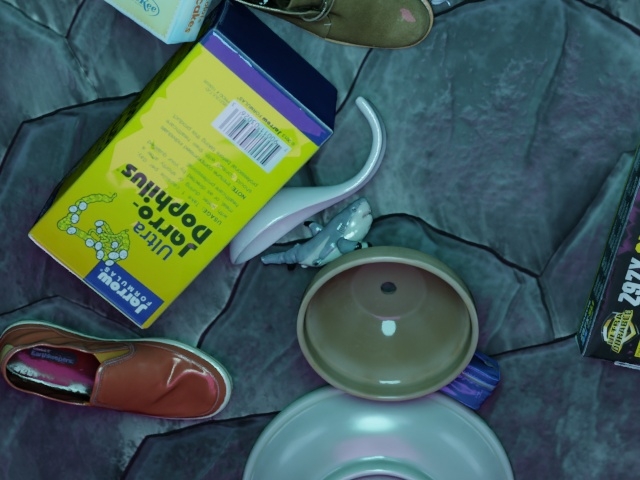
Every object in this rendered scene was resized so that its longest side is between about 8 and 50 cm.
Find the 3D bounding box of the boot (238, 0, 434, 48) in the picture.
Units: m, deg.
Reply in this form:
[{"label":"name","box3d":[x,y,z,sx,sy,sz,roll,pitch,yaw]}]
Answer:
[{"label":"boot","box3d":[-0.003,-0.291,1.737,0.305,0.115,0.112,16,115,-12]}]

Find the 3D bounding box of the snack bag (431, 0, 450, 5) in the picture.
[{"label":"snack bag","box3d":[0.256,-0.400,1.619,0.323,0.342,0.037,-16,69,7]}]

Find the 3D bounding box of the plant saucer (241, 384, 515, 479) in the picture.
[{"label":"plant saucer","box3d":[0.082,0.391,2.021,0.400,0.100,0.401,1,111,2]}]

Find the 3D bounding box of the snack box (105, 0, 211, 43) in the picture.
[{"label":"snack box","box3d":[-0.245,-0.390,1.653,0.322,0.060,0.187,36,119,20]}]

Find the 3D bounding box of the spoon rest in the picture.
[{"label":"spoon rest","box3d":[-0.014,-0.061,1.835,0.276,0.137,0.084,-46,81,11]}]

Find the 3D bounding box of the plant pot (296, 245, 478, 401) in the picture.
[{"label":"plant pot","box3d":[0.089,0.090,1.883,0.237,0.110,0.237,2,125,2]}]

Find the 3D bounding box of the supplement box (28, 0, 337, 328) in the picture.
[{"label":"supplement box","box3d":[-0.168,-0.100,1.781,0.195,0.194,0.356,40,107,-13]}]

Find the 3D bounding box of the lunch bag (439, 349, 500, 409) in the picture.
[{"label":"lunch bag","box3d":[0.196,0.176,1.948,0.098,0.067,0.065,29,110,-8]}]

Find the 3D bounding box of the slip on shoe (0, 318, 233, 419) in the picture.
[{"label":"slip on shoe","box3d":[-0.286,0.189,1.952,0.331,0.101,0.123,13,110,-5]}]

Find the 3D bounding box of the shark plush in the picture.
[{"label":"shark plush","box3d":[0.000,0.000,1.907,0.161,0.073,0.067,-22,85,25]}]

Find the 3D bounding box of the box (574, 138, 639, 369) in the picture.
[{"label":"box","box3d":[0.507,0.029,1.875,0.257,0.079,0.322,12,112,-1]}]
